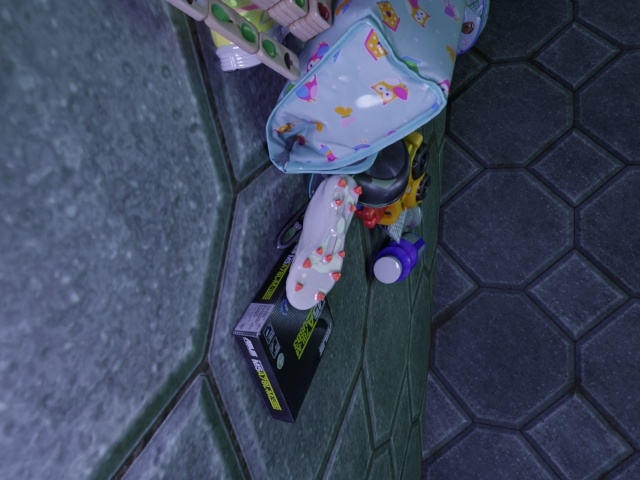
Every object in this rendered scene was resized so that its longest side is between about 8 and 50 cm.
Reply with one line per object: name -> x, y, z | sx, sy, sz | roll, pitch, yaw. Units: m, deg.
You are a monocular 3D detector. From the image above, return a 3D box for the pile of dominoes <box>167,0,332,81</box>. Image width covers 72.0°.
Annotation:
pile of dominoes -> -0.082, -0.278, 0.389 | 0.251, 0.040, 0.196 | 15, 68, -50

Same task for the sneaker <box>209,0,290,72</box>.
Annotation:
sneaker -> -0.066, -0.279, 0.497 | 0.209, 0.081, 0.094 | -71, 147, -40

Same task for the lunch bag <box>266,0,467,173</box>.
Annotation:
lunch bag -> 0.045, -0.217, 0.583 | 0.160, 0.262, 0.224 | 33, 55, -21

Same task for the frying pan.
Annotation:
frying pan -> 0.028, -0.130, 0.709 | 0.326, 0.053, 0.197 | -23, 81, -35

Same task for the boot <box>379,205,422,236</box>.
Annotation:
boot -> 0.209, -0.062, 1.220 | 0.258, 0.095, 0.124 | 42, 59, -53

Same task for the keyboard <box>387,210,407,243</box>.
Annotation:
keyboard -> 0.216, -0.122, 1.128 | 0.072, 0.014, 0.256 | 36, 64, -47

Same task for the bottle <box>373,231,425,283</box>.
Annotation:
bottle -> 0.211, 0.050, 1.189 | 0.118, 0.092, 0.283 | -61, 166, 20

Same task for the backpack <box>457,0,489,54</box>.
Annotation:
backpack -> 0.267, -0.561, 1.059 | 0.213, 0.263, 0.277 | -65, 150, -44

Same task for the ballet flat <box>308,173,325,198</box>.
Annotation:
ballet flat -> 0.038, -0.144, 0.784 | 0.074, 0.074, 0.203 | 70, 31, -44

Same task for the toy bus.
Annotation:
toy bus -> 0.139, -0.108, 0.967 | 0.212, 0.149, 0.220 | -63, 153, -22

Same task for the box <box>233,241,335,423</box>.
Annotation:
box -> -0.041, 0.129, 0.643 | 0.191, 0.045, 0.184 | -61, 143, -48

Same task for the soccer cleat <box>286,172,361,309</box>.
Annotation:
soccer cleat -> 0.000, 0.000, 0.606 | 0.068, 0.076, 0.196 | 26, 78, -27
